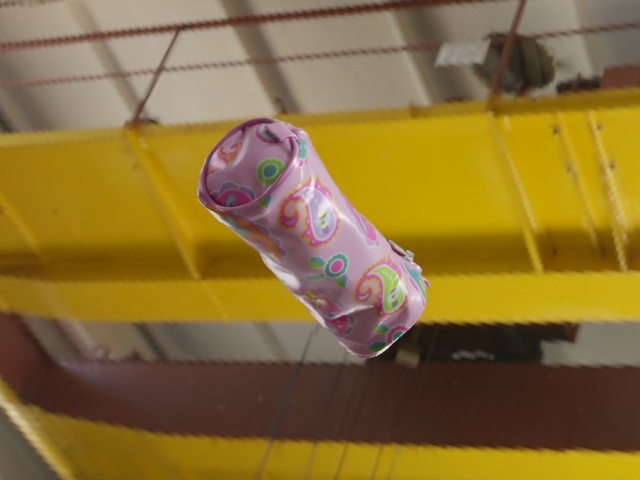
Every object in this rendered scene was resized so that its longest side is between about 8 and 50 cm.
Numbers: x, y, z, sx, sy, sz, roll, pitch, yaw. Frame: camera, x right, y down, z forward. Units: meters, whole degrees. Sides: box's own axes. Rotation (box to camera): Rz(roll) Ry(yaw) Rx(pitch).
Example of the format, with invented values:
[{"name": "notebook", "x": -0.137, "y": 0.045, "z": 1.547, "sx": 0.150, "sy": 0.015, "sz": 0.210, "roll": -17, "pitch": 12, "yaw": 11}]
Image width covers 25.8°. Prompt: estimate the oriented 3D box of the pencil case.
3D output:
[{"name": "pencil case", "x": 0.000, "y": 0.000, "z": 1.382, "sx": 0.124, "sy": 0.124, "sz": 0.284, "roll": -9, "pitch": -38, "yaw": 33}]
